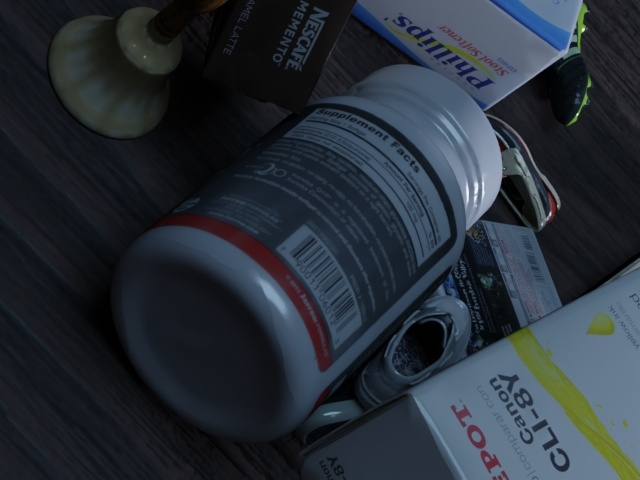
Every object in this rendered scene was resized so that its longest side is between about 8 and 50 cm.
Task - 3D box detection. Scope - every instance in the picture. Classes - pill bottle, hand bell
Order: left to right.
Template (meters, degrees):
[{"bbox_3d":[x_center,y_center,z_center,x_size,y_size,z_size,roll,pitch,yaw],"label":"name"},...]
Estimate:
[{"bbox_3d":[-0.129,-0.196,1.740,0.126,0.242,0.126,17,58,-29],"label":"hand bell"},{"bbox_3d":[0.000,0.000,1.762,0.210,0.210,0.363,52,48,-4],"label":"pill bottle"}]

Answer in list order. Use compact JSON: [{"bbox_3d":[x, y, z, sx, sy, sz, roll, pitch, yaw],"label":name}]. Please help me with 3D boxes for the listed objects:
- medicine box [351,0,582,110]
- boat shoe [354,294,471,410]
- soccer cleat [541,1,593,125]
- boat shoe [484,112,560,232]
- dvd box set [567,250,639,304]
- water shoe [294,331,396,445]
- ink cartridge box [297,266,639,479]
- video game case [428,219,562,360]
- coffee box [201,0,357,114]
[{"bbox_3d":[0.147,-0.334,2.080,0.263,0.149,0.289,34,51,-19],"label":"medicine box"},{"bbox_3d":[0.094,0.091,1.799,0.066,0.063,0.184,49,40,8],"label":"boat shoe"},{"bbox_3d":[0.254,-0.201,2.160,0.072,0.060,0.179,17,52,-18],"label":"soccer cleat"},{"bbox_3d":[0.195,-0.070,2.054,0.137,0.049,0.043,52,50,-10],"label":"boat shoe"},{"bbox_3d":[0.451,0.189,2.105,0.307,0.062,0.420,-32,89,-42],"label":"dvd box set"},{"bbox_3d":[0.034,0.130,1.823,0.203,0.073,0.080,-16,71,-50],"label":"water shoe"},{"bbox_3d":[0.208,0.214,1.691,0.384,0.160,0.279,-23,80,-46],"label":"ink cartridge box"},{"bbox_3d":[0.173,0.061,1.956,0.173,0.022,0.190,9,52,-39],"label":"video game case"},{"bbox_3d":[-0.031,-0.233,1.822,0.098,0.141,0.246,23,25,-9],"label":"coffee box"}]
